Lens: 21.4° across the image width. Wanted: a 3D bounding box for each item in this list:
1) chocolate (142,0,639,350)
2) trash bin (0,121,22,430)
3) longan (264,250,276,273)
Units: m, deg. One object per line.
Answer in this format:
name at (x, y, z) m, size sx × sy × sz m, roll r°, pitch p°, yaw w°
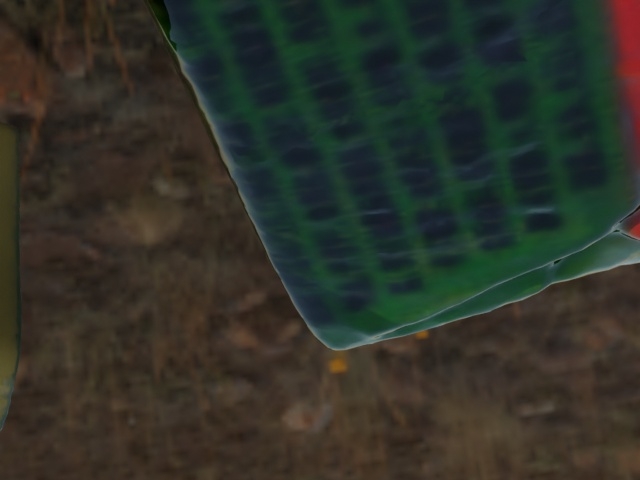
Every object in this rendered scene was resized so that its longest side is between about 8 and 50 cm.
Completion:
chocolate at (0.103, -0.138, 0.737) m, size 0.341 × 0.161 × 0.360 m, roll -14°, pitch 140°, yaw 8°
trash bin at (-0.297, 0.007, 0.650) m, size 0.343 × 0.223 × 0.158 m, roll 12°, pitch 122°, yaw -17°
longan at (0.000, 0.000, 0.925) m, size 0.083 × 0.075 × 0.075 m, roll -1°, pitch 160°, yaw -46°
